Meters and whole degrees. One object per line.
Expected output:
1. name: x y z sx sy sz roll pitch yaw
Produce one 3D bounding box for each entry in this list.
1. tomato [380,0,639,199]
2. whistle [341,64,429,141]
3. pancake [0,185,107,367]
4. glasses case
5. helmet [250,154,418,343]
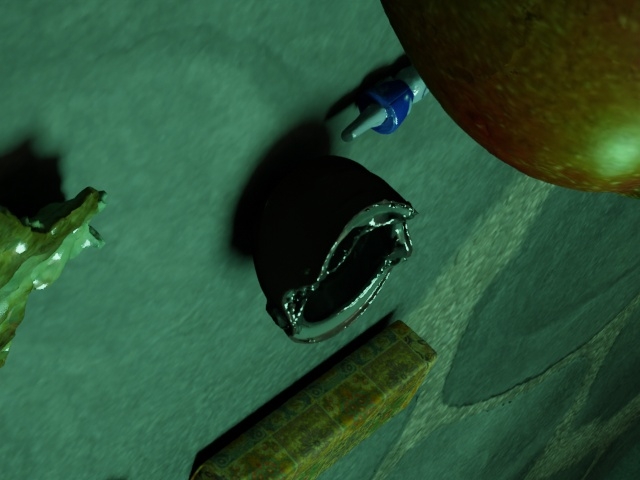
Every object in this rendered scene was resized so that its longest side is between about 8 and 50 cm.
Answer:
1. tomato: 0.149 -0.169 0.635 0.303 0.239 0.303 -45 171 -9
2. whistle: 0.042 -0.081 0.853 0.083 0.029 0.033 -41 -170 -35
3. pancake: -0.237 0.136 0.634 0.305 0.067 0.427 -33 153 -56
4. glasses case: -0.006 0.141 1.106 0.218 0.049 0.075 -33 160 -38
5. helmet: 0.000 0.000 0.848 0.098 0.070 0.123 -33 161 -25
